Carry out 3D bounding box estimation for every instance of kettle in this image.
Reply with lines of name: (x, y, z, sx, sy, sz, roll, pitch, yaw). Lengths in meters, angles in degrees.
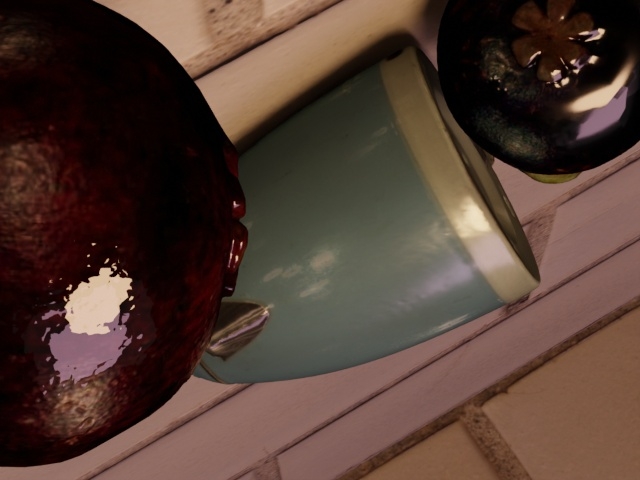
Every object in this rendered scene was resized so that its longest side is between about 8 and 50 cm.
kettle: (0.000, 0.000, 1.679, 0.342, 0.247, 0.319, -28, -169, 12)

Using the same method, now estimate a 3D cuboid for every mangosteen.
mangosteen: (0.207, -0.163, 1.572, 0.243, 0.243, 0.243, -30, 163, -10)
mangosteen: (-0.222, -0.013, 1.124, 0.346, 0.307, 0.307, 2, 154, -11)

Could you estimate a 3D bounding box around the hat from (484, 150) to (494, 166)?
hat: (0.100, -0.063, 1.935, 0.166, 0.081, 0.122, -23, -153, 20)
